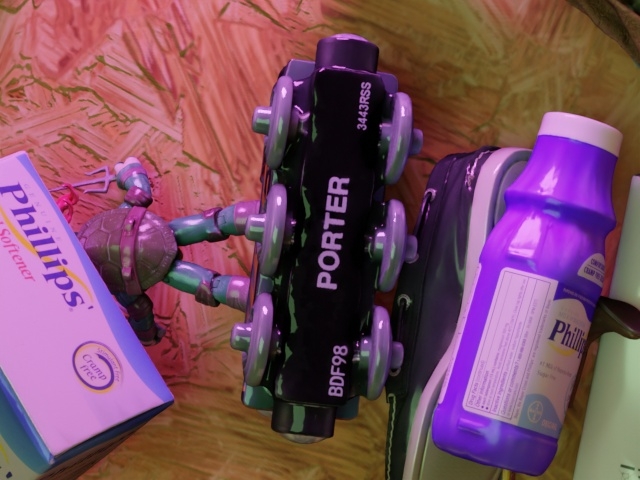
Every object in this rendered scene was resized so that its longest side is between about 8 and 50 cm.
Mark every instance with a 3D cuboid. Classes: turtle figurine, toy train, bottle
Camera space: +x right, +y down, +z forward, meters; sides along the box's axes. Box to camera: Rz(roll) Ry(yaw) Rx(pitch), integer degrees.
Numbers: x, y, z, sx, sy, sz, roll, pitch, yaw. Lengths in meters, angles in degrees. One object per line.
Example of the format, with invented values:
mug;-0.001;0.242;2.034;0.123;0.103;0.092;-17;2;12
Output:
turtle figurine;-0.157;0.014;1.558;0.234;0.118;0.175;3;96;15
toy train;0.000;0.000;1.425;0.142;0.190;0.334;6;86;-7
bottle;0.171;0.042;1.355;0.092;0.118;0.283;15;84;27

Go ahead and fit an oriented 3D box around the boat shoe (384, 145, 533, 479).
boat shoe;0.101;0.083;1.449;0.113;0.127;0.340;13;94;45

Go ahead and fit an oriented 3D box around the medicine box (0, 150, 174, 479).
medicine box;-0.310;0.111;1.548;0.263;0.149;0.289;58;138;7

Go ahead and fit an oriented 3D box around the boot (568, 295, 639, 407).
boot;0.219;0.098;1.414;0.106;0.037;0.114;45;120;57

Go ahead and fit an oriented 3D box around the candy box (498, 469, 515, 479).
candy box;0.118;0.228;1.515;0.105;0.027;0.206;4;97;23

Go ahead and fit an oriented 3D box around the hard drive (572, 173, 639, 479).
hard drive;0.339;0.140;1.411;0.233;0.047;0.353;13;101;20

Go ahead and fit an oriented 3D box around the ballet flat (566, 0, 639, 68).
ballet flat;0.228;-0.226;1.332;0.342;0.116;0.124;42;150;-4
